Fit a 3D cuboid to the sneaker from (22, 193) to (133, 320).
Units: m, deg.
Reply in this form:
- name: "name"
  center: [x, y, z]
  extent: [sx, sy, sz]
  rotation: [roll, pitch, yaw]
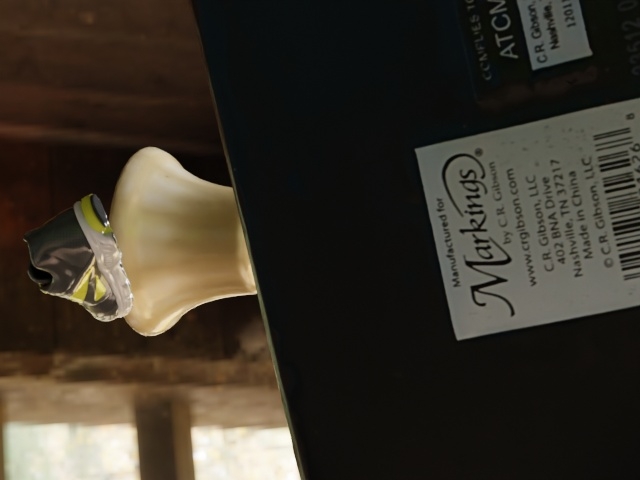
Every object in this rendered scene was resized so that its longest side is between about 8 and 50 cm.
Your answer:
- name: "sneaker"
  center: [-0.095, 0.009, 0.618]
  extent: [0.035, 0.031, 0.083]
  rotation: [-19, -26, -9]

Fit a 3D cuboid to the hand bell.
- name: "hand bell"
  center: [0.000, 0.000, 1.027]
  extent: [0.242, 0.126, 0.126]
  rotation: [0, -21, 19]

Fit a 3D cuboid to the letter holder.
- name: "letter holder"
  center: [0.086, 0.030, 0.568]
  extent: [0.152, 0.301, 0.214]
  rotation: [-13, 0, 16]
